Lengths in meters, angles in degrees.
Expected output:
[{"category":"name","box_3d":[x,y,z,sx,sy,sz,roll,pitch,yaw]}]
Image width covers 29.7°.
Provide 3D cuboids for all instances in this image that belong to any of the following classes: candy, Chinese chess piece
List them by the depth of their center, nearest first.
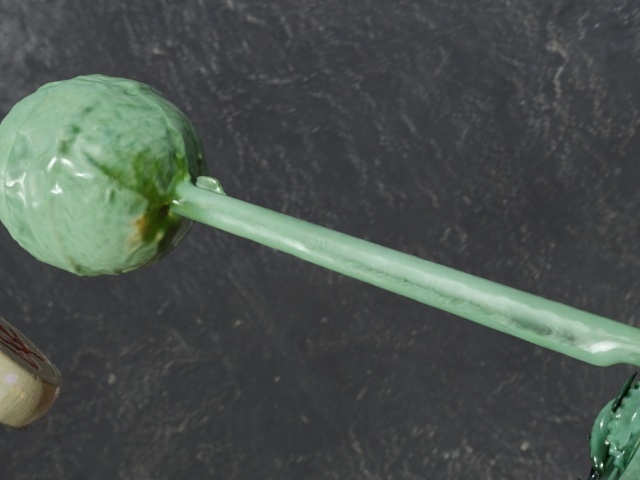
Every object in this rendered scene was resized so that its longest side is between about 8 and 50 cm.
[{"category":"candy","box_3d":[0.000,0.000,0.624,0.440,0.119,0.119,17,121,30]},{"category":"Chinese chess piece","box_3d":[-0.261,0.095,0.953,0.122,0.122,0.051,39,90,10]}]

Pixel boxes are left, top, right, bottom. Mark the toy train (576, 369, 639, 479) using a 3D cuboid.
[{"category":"toy train","box_3d":[0.234,0.144,0.678,0.178,0.330,0.138,34,171,13]}]
